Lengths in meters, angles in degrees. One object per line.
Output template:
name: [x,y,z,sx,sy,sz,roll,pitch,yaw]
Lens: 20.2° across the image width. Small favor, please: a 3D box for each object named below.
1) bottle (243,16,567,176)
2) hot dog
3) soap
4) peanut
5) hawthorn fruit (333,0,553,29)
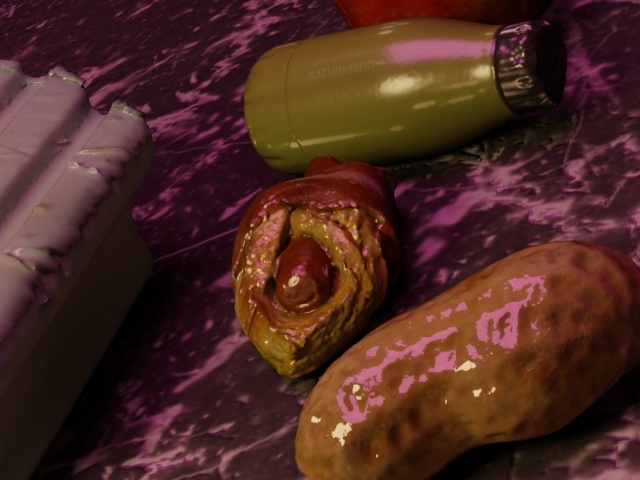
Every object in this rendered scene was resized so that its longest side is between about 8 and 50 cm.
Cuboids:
bottle: [0.069,-0.119,1.425,0.260,0.112,0.112,-7,29,34]
hot dog: [-0.005,-0.003,1.273,0.123,0.093,0.261,-19,24,11]
soap: [-0.280,0.021,1.332,0.261,0.156,0.446,5,31,11]
peanut: [0.087,0.075,1.020,0.226,0.095,0.108,-26,26,-2]
hawthorn fruit: [0.090,-0.263,1.528,0.205,0.253,0.205,-24,24,11]
